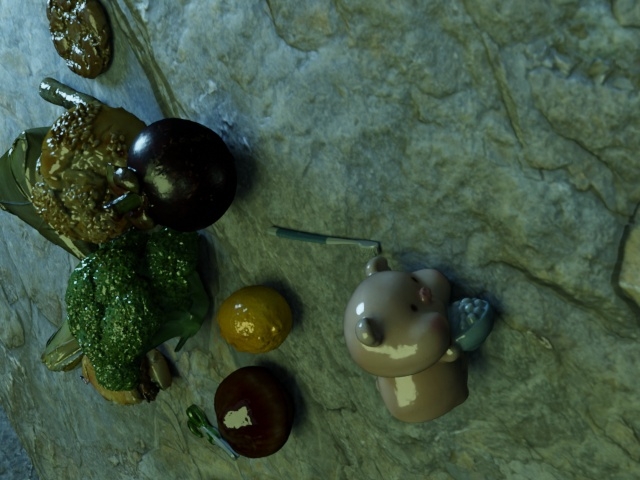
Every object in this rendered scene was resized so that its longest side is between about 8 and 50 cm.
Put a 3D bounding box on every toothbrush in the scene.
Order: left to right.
[{"bbox_3d":[0.000,0.000,1.326,0.275,0.019,0.025,9,127,41],"label":"toothbrush"}]

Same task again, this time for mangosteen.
[{"bbox_3d":[-0.290,-0.112,1.361,0.228,0.265,0.228,49,156,31],"label":"mangosteen"}]

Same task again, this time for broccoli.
[{"bbox_3d":[-0.428,0.141,1.630,0.321,0.310,0.414,22,92,28],"label":"broccoli"}]

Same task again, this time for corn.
[{"bbox_3d":[-0.700,0.266,2.046,0.123,0.122,0.305,41,114,0],"label":"corn"}]

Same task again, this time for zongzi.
[{"bbox_3d":[-0.724,-0.070,1.880,0.356,0.174,0.393,-17,98,49],"label":"zongzi"}]

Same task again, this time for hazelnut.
[{"bbox_3d":[-0.145,0.387,1.583,0.178,0.178,0.204,11,120,41],"label":"hazelnut"}]

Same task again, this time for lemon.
[{"bbox_3d":[-0.138,0.163,1.465,0.187,0.142,0.142,2,114,41],"label":"lemon"}]

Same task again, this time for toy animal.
[{"bbox_3d":[0.143,0.165,1.151,0.229,0.210,0.221,12,123,-3],"label":"toy animal"}]

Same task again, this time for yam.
[{"bbox_3d":[-0.571,-0.324,1.672,0.252,0.061,0.061,28,130,30],"label":"yam"}]

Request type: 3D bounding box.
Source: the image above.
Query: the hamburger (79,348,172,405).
[{"bbox_3d":[-0.539,0.352,1.963,0.282,0.155,0.245,45,135,19],"label":"hamburger"}]

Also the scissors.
[{"bbox_3d":[-0.291,0.525,1.914,0.204,0.027,0.101,28,133,34],"label":"scissors"}]

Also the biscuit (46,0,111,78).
[{"bbox_3d":[-0.539,-0.464,1.572,0.226,0.042,0.226,25,129,35],"label":"biscuit"}]

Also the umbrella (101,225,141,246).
[{"bbox_3d":[-0.462,-0.032,1.742,0.248,0.071,0.071,-31,90,40],"label":"umbrella"}]

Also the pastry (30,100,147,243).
[{"bbox_3d":[-0.479,-0.132,1.491,0.255,0.162,0.311,25,106,2],"label":"pastry"}]

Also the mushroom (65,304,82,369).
[{"bbox_3d":[-0.747,0.294,2.187,0.118,0.103,0.270,34,123,14],"label":"mushroom"}]
